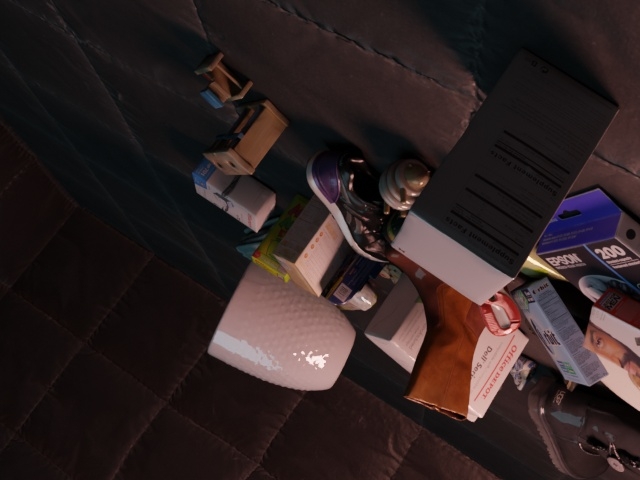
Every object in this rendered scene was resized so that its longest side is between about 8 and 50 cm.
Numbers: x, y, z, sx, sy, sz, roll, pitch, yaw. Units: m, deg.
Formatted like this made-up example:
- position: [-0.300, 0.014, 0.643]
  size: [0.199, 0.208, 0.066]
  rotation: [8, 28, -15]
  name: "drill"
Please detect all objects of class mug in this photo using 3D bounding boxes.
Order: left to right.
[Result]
- position: [-0.083, 0.230, 2.097]
  size: [0.328, 0.276, 0.374]
  rotation: [26, -165, -1]
  name: "mug"

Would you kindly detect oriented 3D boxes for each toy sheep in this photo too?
- position: [0.136, -0.088, 1.290]
  size: [0.091, 0.091, 0.132]
  rotation: [39, 153, -13]
  name: "toy sheep"

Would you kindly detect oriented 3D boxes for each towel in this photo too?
- position: [-0.045, 0.068, 2.113]
  size: [0.320, 0.090, 0.374]
  rotation: [37, 164, -16]
  name: "towel"

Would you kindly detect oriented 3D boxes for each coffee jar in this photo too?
- position: [0.180, -0.032, 1.344]
  size: [0.079, 0.096, 0.184]
  rotation: [42, 162, -12]
  name: "coffee jar"

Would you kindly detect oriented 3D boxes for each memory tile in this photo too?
- position: [0.191, 0.089, 1.817]
  size: [0.148, 0.012, 0.113]
  rotation: [31, 163, 18]
  name: "memory tile"

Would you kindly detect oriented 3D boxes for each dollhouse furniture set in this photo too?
- position: [-0.182, -0.230, 1.457]
  size: [0.183, 0.129, 0.129]
  rotation: [42, 163, -26]
  name: "dollhouse furniture set"

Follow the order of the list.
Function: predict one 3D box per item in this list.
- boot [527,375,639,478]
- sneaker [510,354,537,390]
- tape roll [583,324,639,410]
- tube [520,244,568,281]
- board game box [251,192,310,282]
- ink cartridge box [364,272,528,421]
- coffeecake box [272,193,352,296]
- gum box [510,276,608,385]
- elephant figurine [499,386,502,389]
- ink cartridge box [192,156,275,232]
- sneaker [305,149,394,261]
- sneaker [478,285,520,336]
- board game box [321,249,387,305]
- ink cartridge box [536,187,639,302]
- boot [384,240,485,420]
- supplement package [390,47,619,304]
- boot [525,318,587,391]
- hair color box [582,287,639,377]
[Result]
- position: [0.699, 0.466, 1.659]
  size: [0.445, 0.146, 0.367]
  rotation: [10, 152, 47]
  name: "boot"
- position: [0.462, 0.298, 1.813]
  size: [0.058, 0.052, 0.135]
  rotation: [39, 159, 25]
  name: "sneaker"
- position: [0.609, 0.228, 1.259]
  size: [0.392, 0.072, 0.392]
  rotation: [33, 164, 10]
  name: "tape roll"
- position: [0.306, 0.004, 1.268]
  size: [0.240, 0.062, 0.070]
  rotation: [37, -155, -29]
  name: "tube"
- position: [-0.063, -0.006, 1.754]
  size: [0.092, 0.181, 0.043]
  rotation: [31, 164, 14]
  name: "board game box"
- position: [0.288, 0.220, 1.636]
  size: [0.353, 0.207, 0.119]
  rotation: [41, 165, -21]
  name: "ink cartridge box"
- position: [0.000, 0.000, 1.638]
  size: [0.068, 0.185, 0.142]
  rotation: [24, 160, 34]
  name: "coffeecake box"
- position: [0.401, 0.154, 1.338]
  size: [0.184, 0.041, 0.157]
  rotation: [59, 180, 7]
  name: "gum box"
- position: [0.359, 0.304, 1.893]
  size: [0.239, 0.186, 0.169]
  rotation: [25, 120, 1]
  name: "elephant figurine"
- position: [-0.210, -0.119, 1.919]
  size: [0.190, 0.082, 0.140]
  rotation: [35, 164, 7]
  name: "ink cartridge box"
- position: [0.095, -0.053, 1.456]
  size: [0.124, 0.107, 0.283]
  rotation: [4, 145, 51]
  name: "sneaker"
- position: [0.283, 0.054, 1.401]
  size: [0.128, 0.087, 0.221]
  rotation: [-100, -8, -70]
  name: "sneaker"
- position: [0.083, 0.059, 1.709]
  size: [0.060, 0.194, 0.194]
  rotation: [38, 178, -4]
  name: "board game box"
- position: [0.406, 0.021, 1.133]
  size: [0.208, 0.045, 0.206]
  rotation: [39, 164, -7]
  name: "ink cartridge box"
- position: [0.194, 0.161, 1.452]
  size: [0.264, 0.281, 0.096]
  rotation: [33, 155, -28]
  name: "boot"
- position: [0.209, -0.070, 0.911]
  size: [0.133, 0.244, 0.139]
  rotation: [34, 164, 6]
  name: "supplement package"
- position: [0.455, 0.199, 1.511]
  size: [0.137, 0.077, 0.198]
  rotation: [32, 151, 29]
  name: "boot"
- position: [0.468, 0.149, 1.121]
  size: [0.167, 0.053, 0.093]
  rotation: [31, 142, 34]
  name: "hair color box"
